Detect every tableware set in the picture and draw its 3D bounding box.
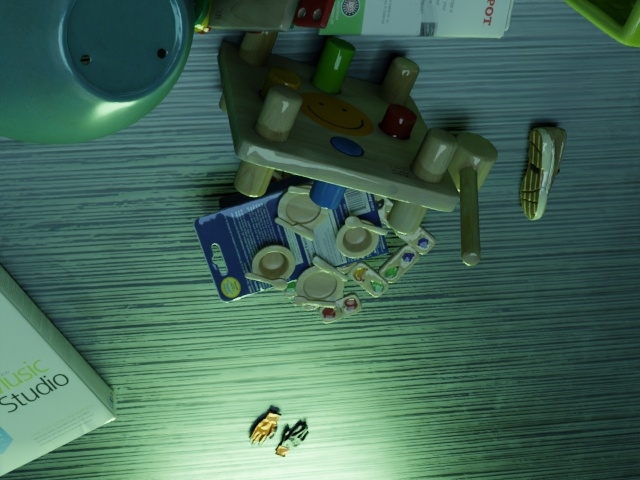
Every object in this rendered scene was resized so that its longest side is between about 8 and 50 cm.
[{"bbox_3d":[-0.009,0.012,1.400,0.141,0.020,0.168,22,114,-22],"label":"tableware set"}]

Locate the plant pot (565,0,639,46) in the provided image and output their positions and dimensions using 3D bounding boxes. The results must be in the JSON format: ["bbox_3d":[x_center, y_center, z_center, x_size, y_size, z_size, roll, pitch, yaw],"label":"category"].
[{"bbox_3d":[0.400,-0.340,1.219,0.207,0.228,0.227,6,122,-24],"label":"plant pot"}]

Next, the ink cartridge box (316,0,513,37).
[{"bbox_3d":[0.105,-0.317,1.253,0.220,0.092,0.160,0,124,-11],"label":"ink cartridge box"}]

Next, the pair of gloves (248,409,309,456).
[{"bbox_3d":[-0.063,0.294,1.693,0.083,0.010,0.074,26,116,-26],"label":"pair of gloves"}]

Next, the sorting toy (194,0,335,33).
[{"bbox_3d":[-0.043,-0.281,1.195,0.046,0.275,0.132,19,86,-41],"label":"sorting toy"}]

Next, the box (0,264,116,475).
[{"bbox_3d":[-0.459,0.177,1.506,0.232,0.058,0.322,-28,124,8],"label":"box"}]

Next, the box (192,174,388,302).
[{"bbox_3d":[-0.038,-0.012,1.412,0.225,0.036,0.136,-17,122,-2],"label":"box"}]

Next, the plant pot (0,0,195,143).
[{"bbox_3d":[-0.239,-0.222,1.118,0.290,0.195,0.290,-15,116,-34],"label":"plant pot"}]

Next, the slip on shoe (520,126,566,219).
[{"bbox_3d":[0.296,-0.089,1.479,0.041,0.051,0.135,-11,120,-18],"label":"slip on shoe"}]

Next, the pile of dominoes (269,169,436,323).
[{"bbox_3d":[0.000,0.000,1.458,0.251,0.040,0.196,38,107,-19],"label":"pile of dominoes"}]

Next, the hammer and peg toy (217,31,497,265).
[{"bbox_3d":[0.065,-0.119,1.276,0.362,0.266,0.127,14,120,-18],"label":"hammer and peg toy"}]
